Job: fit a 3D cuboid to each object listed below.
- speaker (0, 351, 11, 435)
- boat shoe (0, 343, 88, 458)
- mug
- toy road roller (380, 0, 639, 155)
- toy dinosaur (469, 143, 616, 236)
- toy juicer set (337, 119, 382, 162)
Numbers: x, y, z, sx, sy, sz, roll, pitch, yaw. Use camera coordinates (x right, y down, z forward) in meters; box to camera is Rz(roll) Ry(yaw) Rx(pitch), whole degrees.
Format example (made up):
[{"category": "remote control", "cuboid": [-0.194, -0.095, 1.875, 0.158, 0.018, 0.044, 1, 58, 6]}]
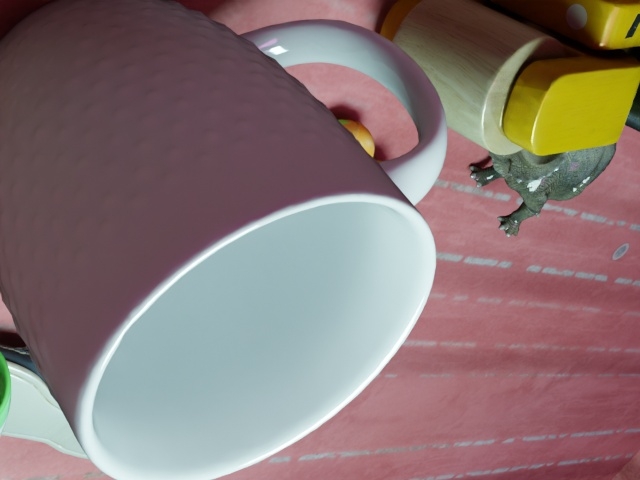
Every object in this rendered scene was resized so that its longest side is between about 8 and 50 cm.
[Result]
[{"category": "speaker", "cuboid": [-0.369, 0.188, 0.956, 0.131, 0.131, 0.296, -8, 152, -38]}, {"category": "boat shoe", "cuboid": [-0.283, 0.147, 1.080, 0.095, 0.079, 0.254, -38, 134, 25]}, {"category": "mug", "cuboid": [-0.078, -0.051, 0.822, 0.374, 0.328, 0.276, -28, 145, -17]}, {"category": "toy road roller", "cuboid": [0.236, -0.232, 1.033, 0.330, 0.202, 0.240, -15, 128, -39]}, {"category": "toy dinosaur", "cuboid": [0.289, -0.093, 1.290, 0.314, 0.121, 0.160, -6, 160, -38]}, {"category": "toy juicer set", "cuboid": [0.000, 0.000, 1.184, 0.209, 0.089, 0.329, -38, 140, -24]}]
